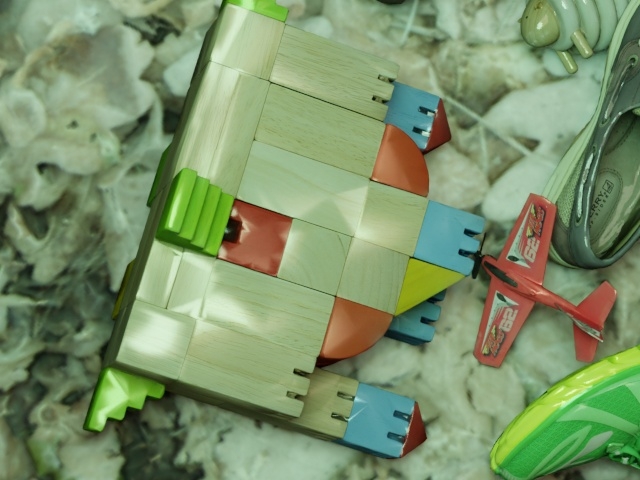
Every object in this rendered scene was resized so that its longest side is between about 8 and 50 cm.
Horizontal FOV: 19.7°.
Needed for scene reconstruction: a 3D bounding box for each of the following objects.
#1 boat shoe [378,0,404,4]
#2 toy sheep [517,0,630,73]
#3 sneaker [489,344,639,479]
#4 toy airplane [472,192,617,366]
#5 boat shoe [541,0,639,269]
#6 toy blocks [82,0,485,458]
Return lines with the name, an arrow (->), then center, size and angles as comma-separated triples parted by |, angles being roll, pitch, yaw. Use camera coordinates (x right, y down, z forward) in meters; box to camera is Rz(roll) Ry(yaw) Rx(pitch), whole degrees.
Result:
boat shoe -> 0.085, -0.354, 1.517 | 0.117, 0.097, 0.324 | 9, 86, -4
toy sheep -> 0.220, -0.194, 1.520 | 0.132, 0.091, 0.091 | -26, 80, -23
sneaker -> 0.277, 0.140, 1.436 | 0.296, 0.109, 0.123 | -16, 75, -6
toy airplane -> 0.175, 0.041, 1.454 | 0.028, 0.151, 0.151 | -3, 74, -44
boat shoe -> 0.268, -0.102, 1.467 | 0.103, 0.092, 0.285 | 29, 91, -22
toy blocks -> 0.000, 0.000, 1.437 | 0.261, 0.191, 0.381 | 18, 78, -11
